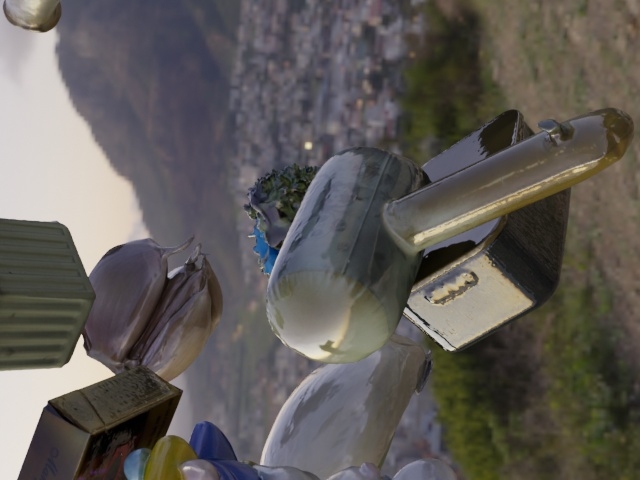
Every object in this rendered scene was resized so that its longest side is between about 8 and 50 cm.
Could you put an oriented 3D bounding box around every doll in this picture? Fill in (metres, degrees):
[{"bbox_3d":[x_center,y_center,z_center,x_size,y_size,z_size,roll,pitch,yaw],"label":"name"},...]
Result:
[{"bbox_3d":[-0.042,0.307,1.457,0.187,0.365,0.376,-83,6,-48],"label":"doll"}]

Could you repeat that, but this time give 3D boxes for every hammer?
[{"bbox_3d":[0.100,-0.025,0.982,0.305,0.113,0.202,-25,30,34],"label":"hammer"}]

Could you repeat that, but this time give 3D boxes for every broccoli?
[{"bbox_3d":[0.000,0.000,1.361,0.160,0.154,0.167,-99,3,-64],"label":"broccoli"}]

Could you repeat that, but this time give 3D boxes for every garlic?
[{"bbox_3d":[-0.281,0.118,2.134,0.292,0.210,0.237,-64,20,-3],"label":"garlic"}]

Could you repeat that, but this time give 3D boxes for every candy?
[{"bbox_3d":[0.027,0.297,1.978,0.386,0.186,0.427,-62,3,-28],"label":"candy"}]

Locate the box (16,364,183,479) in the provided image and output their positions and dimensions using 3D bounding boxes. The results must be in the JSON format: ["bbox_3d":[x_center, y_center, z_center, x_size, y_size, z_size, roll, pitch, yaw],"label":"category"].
[{"bbox_3d":[-0.251,0.240,1.445,0.159,0.071,0.240,-65,-14,11],"label":"box"}]

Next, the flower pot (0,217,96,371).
[{"bbox_3d":[-0.457,0.073,1.770,0.189,0.239,0.209,4,-92,-56],"label":"flower pot"}]

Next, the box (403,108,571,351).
[{"bbox_3d":[0.143,-0.007,1.138,0.144,0.090,0.201,-35,22,33],"label":"box"}]

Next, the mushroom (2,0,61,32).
[{"bbox_3d":[-0.253,-0.300,1.291,0.270,0.118,0.103,-31,66,36],"label":"mushroom"}]
